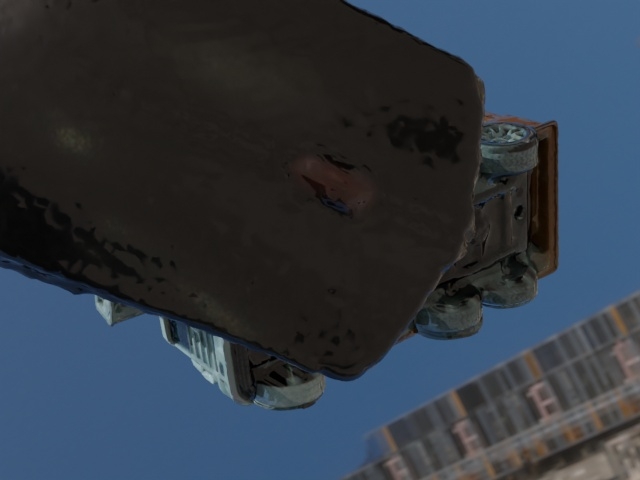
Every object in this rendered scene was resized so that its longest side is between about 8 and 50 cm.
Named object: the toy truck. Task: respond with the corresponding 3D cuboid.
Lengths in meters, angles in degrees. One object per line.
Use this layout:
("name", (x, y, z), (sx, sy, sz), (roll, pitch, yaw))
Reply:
("toy truck", (0.000, 0.000, 1.106), (0.338, 0.184, 0.133), (-21, -61, -32))

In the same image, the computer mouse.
("computer mouse", (-0.070, -0.052, 0.674), (0.295, 0.087, 0.168), (20, -94, 0))
